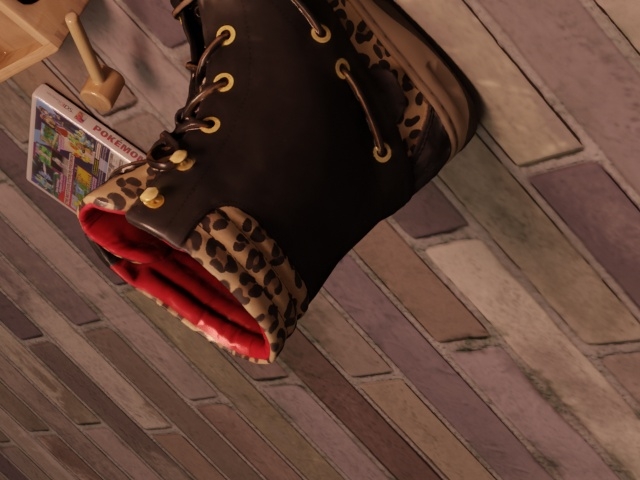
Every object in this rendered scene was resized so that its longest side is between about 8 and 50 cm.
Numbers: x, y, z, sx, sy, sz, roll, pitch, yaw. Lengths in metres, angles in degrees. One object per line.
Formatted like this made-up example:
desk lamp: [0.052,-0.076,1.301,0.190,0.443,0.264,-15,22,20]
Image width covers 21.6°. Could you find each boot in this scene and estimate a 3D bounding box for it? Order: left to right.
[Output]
boot: [-0.086,-0.114,1.280,0.377,0.284,0.138,43,152,-12]

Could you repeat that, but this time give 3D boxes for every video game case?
video game case: [-0.240,-0.067,1.830,0.183,0.023,0.201,35,154,5]

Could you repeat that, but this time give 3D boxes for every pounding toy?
pounding toy: [-0.256,-0.215,1.554,0.206,0.094,0.181,40,149,-24]
